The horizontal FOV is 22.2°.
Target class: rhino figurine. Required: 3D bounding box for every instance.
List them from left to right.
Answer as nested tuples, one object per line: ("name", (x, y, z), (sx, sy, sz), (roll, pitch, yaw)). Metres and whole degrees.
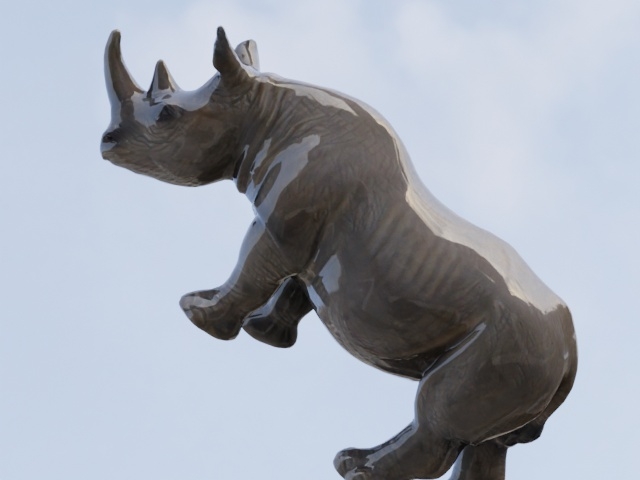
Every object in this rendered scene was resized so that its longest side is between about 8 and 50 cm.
("rhino figurine", (0.000, 0.000, 0.648), (0.106, 0.243, 0.073), (-47, -10, 14))
